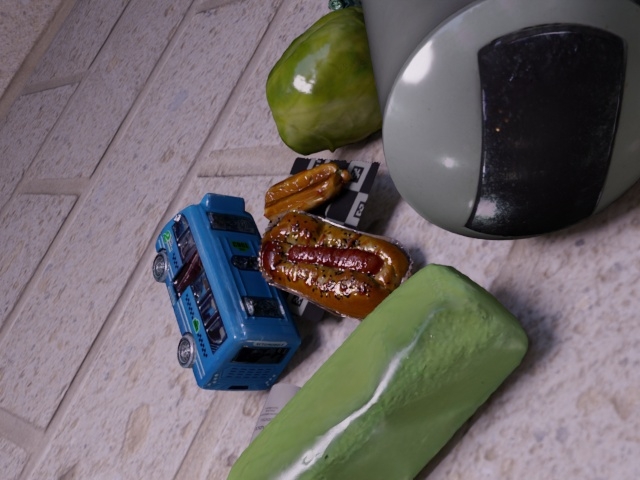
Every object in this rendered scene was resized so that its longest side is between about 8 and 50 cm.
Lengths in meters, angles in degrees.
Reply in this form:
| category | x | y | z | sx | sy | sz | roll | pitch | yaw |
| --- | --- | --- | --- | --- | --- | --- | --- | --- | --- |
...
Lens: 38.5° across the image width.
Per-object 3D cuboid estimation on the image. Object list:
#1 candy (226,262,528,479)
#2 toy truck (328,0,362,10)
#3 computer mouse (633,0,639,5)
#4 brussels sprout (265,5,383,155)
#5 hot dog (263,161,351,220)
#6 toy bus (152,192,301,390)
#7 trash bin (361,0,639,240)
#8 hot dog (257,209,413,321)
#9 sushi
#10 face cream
| category | x | y | z | sx | sy | sz | roll | pitch | yaw |
| --- | --- | --- | --- | --- | --- | --- | --- | --- | --- |
| candy | 0.050 | 0.176 | 0.920 | 0.343 | 0.132 | 0.142 | -47 | 14 | 5 |
| toy truck | 0.066 | -0.355 | 1.345 | 0.081 | 0.175 | 0.067 | -17 | 46 | 33 |
| computer mouse | 0.416 | -0.345 | 0.970 | 0.370 | 0.122 | 0.188 | -25 | 42 | 40 |
| brussels sprout | 0.019 | -0.205 | 1.238 | 0.161 | 0.223 | 0.223 | 41 | 93 | 17 |
| hot dog | -0.018 | -0.063 | 1.193 | 0.144 | 0.038 | 0.062 | -21 | 49 | 40 |
| toy bus | -0.122 | 0.064 | 1.169 | 0.134 | 0.113 | 0.246 | -52 | 46 | 35 |
| trash bin | 0.183 | -0.203 | 0.973 | 0.280 | 0.280 | 0.432 | -37 | 34 | 22 |
| hot dog | 0.015 | 0.029 | 1.085 | 0.191 | 0.059 | 0.108 | 18 | 76 | 21 |
| sushi | 0.000 | 0.000 | 1.206 | 0.192 | 0.050 | 0.215 | 11 | 76 | 53 |
| face cream | -0.056 | 0.253 | 1.039 | 0.072 | 0.051 | 0.182 | -12 | 52 | 40 |
